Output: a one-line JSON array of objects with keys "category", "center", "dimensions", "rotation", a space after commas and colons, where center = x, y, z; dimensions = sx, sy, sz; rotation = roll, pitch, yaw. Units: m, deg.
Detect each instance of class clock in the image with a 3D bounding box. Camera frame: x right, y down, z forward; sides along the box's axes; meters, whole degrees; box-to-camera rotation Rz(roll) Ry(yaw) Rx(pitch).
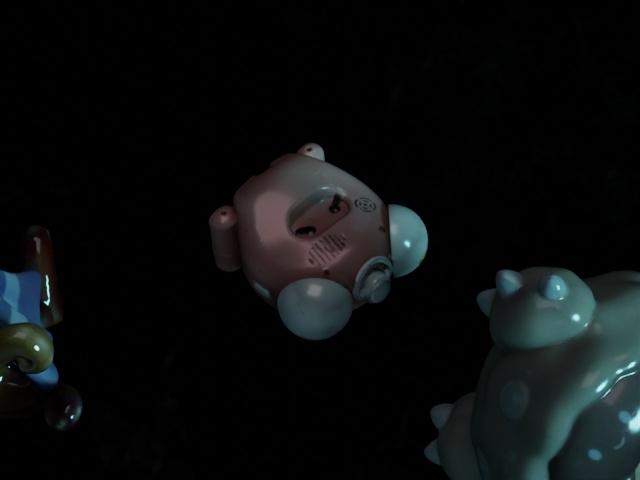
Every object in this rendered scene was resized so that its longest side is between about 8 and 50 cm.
[{"category": "clock", "center": [0.000, 0.000, 1.465], "dimensions": [0.166, 0.093, 0.162], "rotation": [-38, 60, -26]}]

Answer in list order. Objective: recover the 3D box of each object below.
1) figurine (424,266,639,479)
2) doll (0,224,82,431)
[{"category": "figurine", "center": [0.282, 0.153, 1.241], "dimensions": [0.380, 0.248, 0.203], "rotation": [20, 44, 5]}, {"category": "doll", "center": [-0.327, 0.000, 1.351], "dimensions": [0.318, 0.340, 0.209], "rotation": [27, 59, 39]}]
